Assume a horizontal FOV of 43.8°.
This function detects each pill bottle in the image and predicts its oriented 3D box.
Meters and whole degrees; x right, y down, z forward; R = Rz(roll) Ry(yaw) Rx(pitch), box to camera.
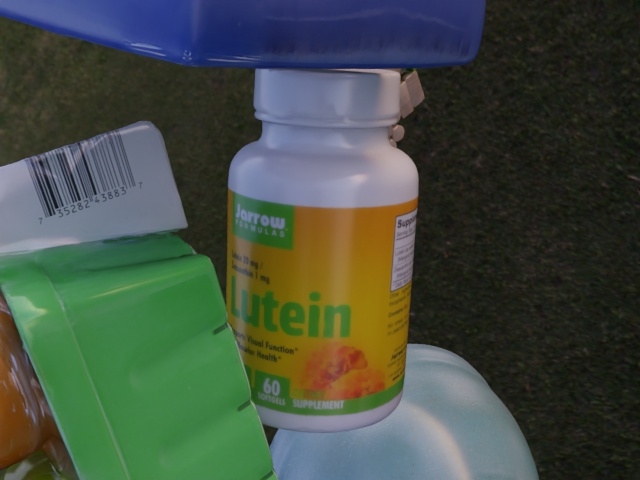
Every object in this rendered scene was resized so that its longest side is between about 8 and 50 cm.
[{"bbox_3d":[0.000,0.000,0.580,0.136,0.136,0.245,16,110,44],"label":"pill bottle"}]

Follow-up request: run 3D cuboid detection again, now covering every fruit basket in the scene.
[{"bbox_3d":[-0.211,0.136,0.450,0.165,0.353,0.327,35,143,64],"label":"fruit basket"}]

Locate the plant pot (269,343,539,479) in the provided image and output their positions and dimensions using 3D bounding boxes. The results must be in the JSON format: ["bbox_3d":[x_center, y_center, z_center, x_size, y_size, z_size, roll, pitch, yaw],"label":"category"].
[{"bbox_3d":[0.108,0.279,0.810,0.293,0.293,0.196,-65,28,8],"label":"plant pot"}]

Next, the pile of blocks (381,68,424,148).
[{"bbox_3d":[0.037,-0.177,0.954,0.113,0.149,0.362,25,93,46],"label":"pile of blocks"}]

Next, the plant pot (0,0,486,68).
[{"bbox_3d":[-0.047,-0.216,0.420,0.236,0.236,0.212,23,113,36],"label":"plant pot"}]
